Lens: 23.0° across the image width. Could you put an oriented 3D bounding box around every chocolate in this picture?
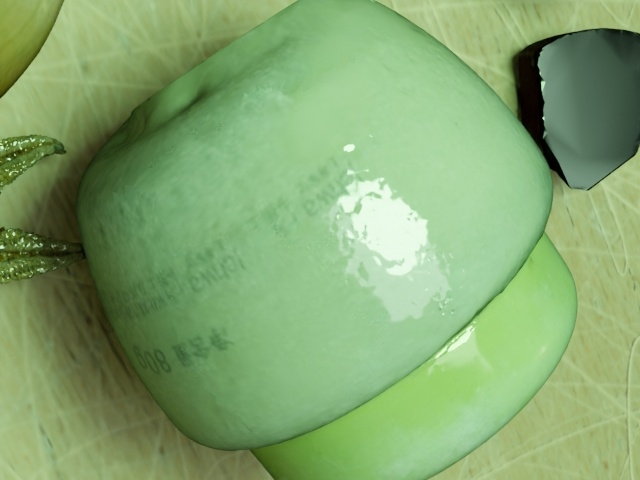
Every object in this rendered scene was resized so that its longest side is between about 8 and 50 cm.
[{"bbox_3d":[0.218,-0.122,1.370,0.125,0.080,0.149,30,84,-16],"label":"chocolate"}]

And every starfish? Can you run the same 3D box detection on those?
[{"bbox_3d":[-0.276,-0.006,1.099,0.227,0.043,0.240,-19,97,-24],"label":"starfish"}]

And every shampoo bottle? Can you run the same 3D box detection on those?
[{"bbox_3d":[0.000,0.000,1.105,0.322,0.322,0.317,-45,107,-21],"label":"shampoo bottle"}]

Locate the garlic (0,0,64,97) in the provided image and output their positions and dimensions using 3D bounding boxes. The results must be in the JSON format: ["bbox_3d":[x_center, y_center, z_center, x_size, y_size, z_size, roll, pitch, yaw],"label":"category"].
[{"bbox_3d":[-0.243,-0.171,1.079,0.115,0.128,0.207,25,58,15],"label":"garlic"}]
